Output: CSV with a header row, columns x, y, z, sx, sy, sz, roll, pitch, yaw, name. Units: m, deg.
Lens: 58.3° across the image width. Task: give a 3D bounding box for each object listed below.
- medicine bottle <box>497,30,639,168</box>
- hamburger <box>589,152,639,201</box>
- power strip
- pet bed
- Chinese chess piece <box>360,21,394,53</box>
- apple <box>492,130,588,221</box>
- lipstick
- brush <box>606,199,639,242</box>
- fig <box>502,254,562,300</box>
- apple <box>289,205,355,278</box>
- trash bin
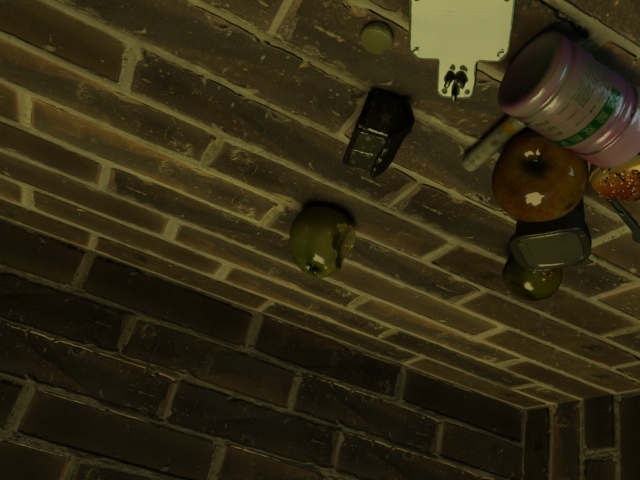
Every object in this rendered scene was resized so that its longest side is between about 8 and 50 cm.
x,y,z,sx,sy,sz,roll,pitch,yaw,name
0.618,-0.332,1.385,0.325,0.212,0.212,25,150,-19,medicine bottle
0.862,-0.202,1.505,0.300,0.176,0.300,-2,159,-1,hamburger
0.316,-0.452,1.318,0.229,0.141,0.261,7,132,15,power strip
0.175,-0.304,1.670,0.159,0.183,0.211,21,149,0,pet bed
0.143,-0.513,1.456,0.084,0.034,0.084,13,152,7,Chinese chess piece
0.609,-0.184,1.599,0.264,0.264,0.264,11,152,6,apple
0.506,-0.288,1.674,0.059,0.059,0.264,20,151,-12,lipstick
1.014,-0.069,1.888,0.266,0.027,0.062,36,144,-29,brush
0.779,0.129,2.158,0.207,0.207,0.230,30,152,-28,fig
0.000,0.000,2.238,0.279,0.279,0.279,11,152,6,apple
0.713,-0.069,1.776,0.219,0.250,0.220,-5,147,30,trash bin
